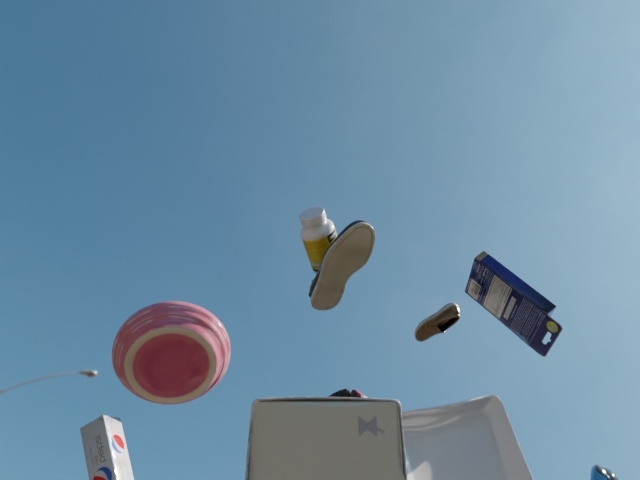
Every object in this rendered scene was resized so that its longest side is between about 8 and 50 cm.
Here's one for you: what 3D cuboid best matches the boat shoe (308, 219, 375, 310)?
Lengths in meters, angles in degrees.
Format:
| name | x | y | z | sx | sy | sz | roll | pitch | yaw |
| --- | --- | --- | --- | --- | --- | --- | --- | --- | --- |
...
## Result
| name | x | y | z | sx | sy | sz | roll | pitch | yaw |
| --- | --- | --- | --- | --- | --- | --- | --- | --- | --- |
| boat shoe | 0.029 | 0.034 | 0.896 | 0.075 | 0.065 | 0.206 | 10 | -50 | -20 |

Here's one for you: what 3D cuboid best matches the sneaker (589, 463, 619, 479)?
| name | x | y | z | sx | sy | sz | roll | pitch | yaw |
| --- | --- | --- | --- | --- | --- | --- | --- | --- | --- |
| sneaker | 0.677 | 0.596 | 1.123 | 0.139 | 0.125 | 0.341 | -9 | -49 | 39 |

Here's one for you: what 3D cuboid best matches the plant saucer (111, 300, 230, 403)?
| name | x | y | z | sx | sy | sz | roll | pitch | yaw |
| --- | --- | --- | --- | --- | --- | --- | --- | --- | --- |
| plant saucer | -0.424 | 0.338 | 1.481 | 0.332 | 0.084 | 0.332 | -4 | -71 | -11 |

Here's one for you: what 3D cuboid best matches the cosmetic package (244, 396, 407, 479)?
| name | x | y | z | sx | sy | sz | roll | pitch | yaw |
| --- | --- | --- | --- | --- | --- | --- | --- | --- | --- |
| cosmetic package | 0.007 | 0.251 | 0.533 | 0.129 | 0.153 | 0.296 | 1 | -23 | 1 |

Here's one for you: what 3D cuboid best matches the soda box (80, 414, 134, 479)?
| name | x | y | z | sx | sy | sz | roll | pitch | yaw |
| --- | --- | --- | --- | --- | --- | --- | --- | --- | --- |
| soda box | -0.508 | 0.537 | 1.245 | 0.074 | 0.216 | 0.069 | -31 | -31 | 5 |

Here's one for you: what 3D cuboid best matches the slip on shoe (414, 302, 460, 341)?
| name | x | y | z | sx | sy | sz | roll | pitch | yaw |
| --- | --- | --- | --- | --- | --- | --- | --- | --- | --- |
| slip on shoe | 0.277 | 0.203 | 1.226 | 0.051 | 0.041 | 0.135 | 33 | -62 | -29 |

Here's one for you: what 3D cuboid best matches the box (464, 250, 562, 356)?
| name | x | y | z | sx | sy | sz | roll | pitch | yaw |
| --- | --- | --- | --- | --- | --- | --- | --- | --- | --- |
| box | 0.417 | 0.137 | 1.119 | 0.225 | 0.036 | 0.136 | 45 | -25 | 32 |

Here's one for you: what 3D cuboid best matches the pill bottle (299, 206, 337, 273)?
| name | x | y | z | sx | sy | sz | roll | pitch | yaw |
| --- | --- | --- | --- | --- | --- | --- | --- | --- | --- |
| pill bottle | 0.000 | 0.000 | 0.947 | 0.065 | 0.065 | 0.116 | -8 | -61 | 21 |

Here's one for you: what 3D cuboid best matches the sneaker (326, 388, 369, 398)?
| name | x | y | z | sx | sy | sz | roll | pitch | yaw |
| --- | --- | --- | --- | --- | --- | --- | --- | --- | --- |
| sneaker | 0.002 | 0.478 | 1.333 | 0.299 | 0.121 | 0.112 | -24 | -34 | 19 |

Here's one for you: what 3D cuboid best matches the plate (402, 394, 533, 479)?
| name | x | y | z | sx | sy | sz | roll | pitch | yaw |
| --- | --- | --- | --- | --- | --- | --- | --- | --- | --- |
| plate | 0.234 | 0.397 | 0.810 | 0.278 | 0.277 | 0.045 | 3 | -33 | -35 |
